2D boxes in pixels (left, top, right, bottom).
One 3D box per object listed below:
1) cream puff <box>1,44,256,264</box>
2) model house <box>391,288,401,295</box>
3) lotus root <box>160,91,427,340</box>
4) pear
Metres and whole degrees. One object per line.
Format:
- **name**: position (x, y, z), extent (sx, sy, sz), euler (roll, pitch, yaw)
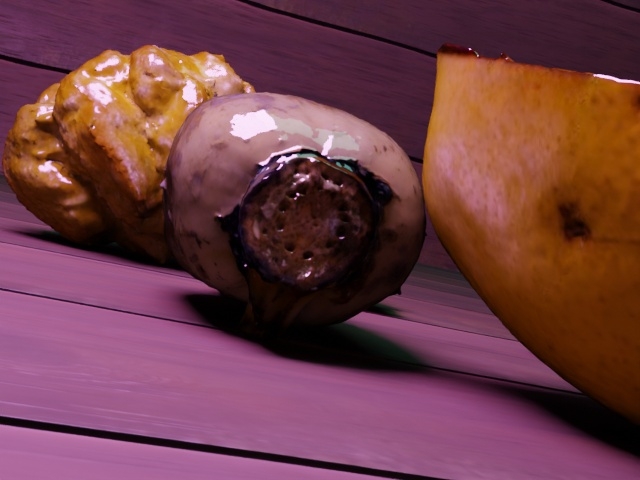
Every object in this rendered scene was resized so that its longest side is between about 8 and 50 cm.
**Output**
- **cream puff**: position (-0.168, -0.083, 0.980), extent (0.196, 0.244, 0.244), euler (49, 6, 5)
- **model house**: position (0.007, 0.002, 0.975), extent (0.165, 0.106, 0.152), euler (16, 2, 1)
- **lotus root**: position (-0.033, -0.017, 0.704), extent (0.173, 0.173, 0.309), euler (12, -5, -12)
- **pear**: position (0.232, 0.022, 0.557), extent (0.387, 0.191, 0.340), euler (16, 9, 33)
